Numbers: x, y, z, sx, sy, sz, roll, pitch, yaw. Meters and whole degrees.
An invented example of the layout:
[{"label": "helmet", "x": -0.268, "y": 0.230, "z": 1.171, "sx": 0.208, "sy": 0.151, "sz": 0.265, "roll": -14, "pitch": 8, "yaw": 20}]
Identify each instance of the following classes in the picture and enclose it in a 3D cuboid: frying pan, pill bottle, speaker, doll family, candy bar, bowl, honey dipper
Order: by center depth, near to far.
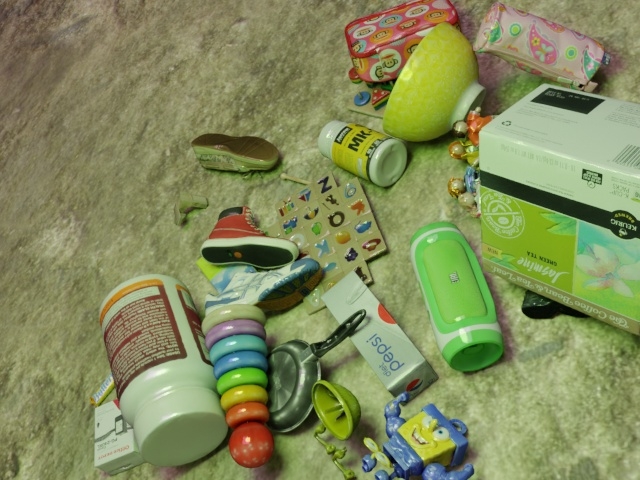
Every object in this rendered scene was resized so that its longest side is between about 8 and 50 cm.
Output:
[{"label": "speaker", "x": 0.268, "y": 0.107, "z": 1.505, "sx": 0.131, "sy": 0.131, "sz": 0.297, "roll": -24, "pitch": 50, "yaw": 13}, {"label": "frying pan", "x": -0.032, "y": 0.276, "z": 1.542, "sx": 0.326, "sy": 0.053, "sz": 0.197, "roll": -30, "pitch": 50, "yaw": 38}, {"label": "doll family", "x": 0.360, "y": -0.158, "z": 1.666, "sx": 0.163, "sy": 0.118, "sz": 0.263, "roll": -7, "pitch": 73, "yaw": 18}, {"label": "pill bottle", "x": -0.348, "y": 0.282, "z": 1.668, "sx": 0.224, "sy": 0.224, "sz": 0.392, "roll": -34, "pitch": 48, "yaw": 5}, {"label": "bowl", "x": 0.285, "y": -0.336, "z": 1.737, "sx": 0.156, "sy": 0.289, "sz": 0.289, "roll": 33, "pitch": 77, "yaw": 15}, {"label": "pill bottle", "x": 0.098, "y": -0.218, "z": 1.832, "sx": 0.208, "sy": 0.119, "sz": 0.119, "roll": 29, "pitch": 75, "yaw": 40}, {"label": "candy bar", "x": -0.511, "y": 0.341, "z": 1.858, "sx": 0.040, "sy": 0.018, "sz": 0.161, "roll": 28, "pitch": 74, "yaw": 40}, {"label": "honey dipper", "x": -0.041, "y": -0.150, "z": 1.925, "sx": 0.160, "sy": 0.030, "sz": 0.030, "roll": 19, "pitch": 69, "yaw": 38}]

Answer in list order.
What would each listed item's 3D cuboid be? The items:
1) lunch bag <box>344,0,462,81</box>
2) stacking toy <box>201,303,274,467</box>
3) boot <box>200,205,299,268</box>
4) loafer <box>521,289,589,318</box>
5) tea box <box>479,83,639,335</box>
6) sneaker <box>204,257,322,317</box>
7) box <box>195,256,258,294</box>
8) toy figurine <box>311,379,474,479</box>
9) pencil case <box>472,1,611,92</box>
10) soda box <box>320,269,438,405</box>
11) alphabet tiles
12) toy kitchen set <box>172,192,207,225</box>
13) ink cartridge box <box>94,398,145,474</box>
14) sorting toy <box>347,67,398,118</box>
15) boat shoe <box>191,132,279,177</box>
[{"label": "lunch bag", "x": 0.214, "y": -0.539, "z": 1.971, "sx": 0.293, "sy": 0.120, "sz": 0.258, "roll": -18, "pitch": 36, "yaw": 7}, {"label": "stacking toy", "x": -0.156, "y": 0.303, "z": 1.547, "sx": 0.141, "sy": 0.141, "sz": 0.330, "roll": -22, "pitch": 58, "yaw": 15}, {"label": "boot", "x": -0.154, "y": -0.021, "z": 1.838, "sx": 0.244, "sy": 0.088, "sz": 0.176, "roll": 3, "pitch": 43, "yaw": 18}, {"label": "loafer", "x": 0.469, "y": 0.108, "z": 1.433, "sx": 0.170, "sy": 0.062, "sz": 0.061, "roll": -3, "pitch": 53, "yaw": 27}, {"label": "tea box", "x": 0.480, "y": -0.065, "z": 1.340, "sx": 0.220, "sy": 0.324, "sz": 0.329, "roll": -36, "pitch": 42, "yaw": -30}, {"label": "sneaker", "x": -0.142, "y": 0.105, "z": 1.720, "sx": 0.296, "sy": 0.112, "sz": 0.131, "roll": -31, "pitch": 55, "yaw": 4}, {"label": "box", "x": -0.224, "y": 0.077, "z": 1.861, "sx": 0.109, "sy": 0.042, "sz": 0.178, "roll": -43, "pitch": 49, "yaw": -2}, {"label": "toy figurine", "x": 0.164, "y": 0.382, "z": 1.398, "sx": 0.217, "sy": 0.191, "sz": 0.362, "roll": -22, "pitch": 42, "yaw": -24}, {"label": "pencil case", "x": 0.487, "y": -0.425, "z": 1.671, "sx": 0.284, "sy": 0.124, "sz": 0.124, "roll": 21, "pitch": 63, "yaw": -7}, {"label": "soda box", "x": 0.117, "y": 0.196, "z": 1.551, "sx": 0.098, "sy": 0.091, "sz": 0.286, "roll": -38, "pitch": 48, "yaw": 0}, {"label": "alphabet tiles", "x": 0.000, "y": 0.000, "z": 1.787, "sx": 0.285, "sy": 0.011, "sz": 0.343, "roll": -29, "pitch": 52, "yaw": 14}, {"label": "toy kitchen set", "x": -0.355, "y": -0.073, "z": 2.050, "sx": 0.083, "sy": 0.075, "sz": 0.068, "roll": -63, "pitch": 33, "yaw": 34}, {"label": "ink cartridge box", "x": -0.456, "y": 0.443, "z": 1.723, "sx": 0.109, "sy": 0.063, "sz": 0.150, "roll": -25, "pitch": 49, "yaw": 13}, {"label": "sorting toy", "x": 0.155, "y": -0.390, "z": 1.970, "sx": 0.274, "sy": 0.046, "sz": 0.132, "roll": 23, "pitch": 72, "yaw": 38}, {"label": "boat shoe", "x": -0.227, "y": -0.229, "z": 2.062, "sx": 0.285, "sy": 0.089, "sz": 0.104, "roll": 16, "pitch": 42, "yaw": 34}]
